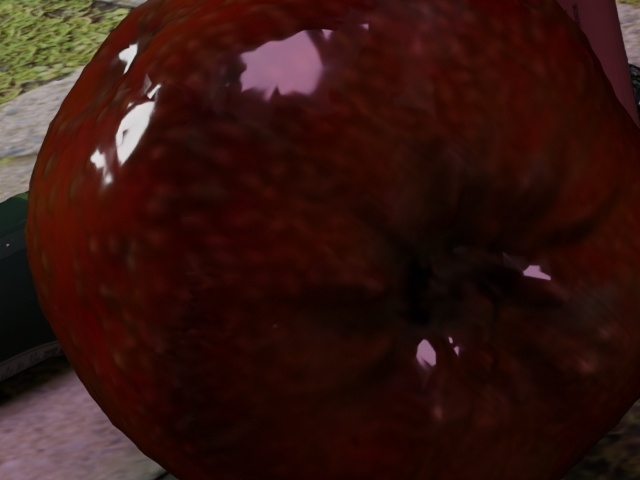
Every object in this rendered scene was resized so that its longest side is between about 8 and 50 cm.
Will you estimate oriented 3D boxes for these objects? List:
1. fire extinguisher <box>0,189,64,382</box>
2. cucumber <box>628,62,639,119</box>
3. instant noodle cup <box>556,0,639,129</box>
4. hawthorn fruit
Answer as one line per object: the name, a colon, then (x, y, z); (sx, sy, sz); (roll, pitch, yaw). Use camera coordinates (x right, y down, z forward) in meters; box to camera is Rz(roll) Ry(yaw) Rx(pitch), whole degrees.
fire extinguisher: (-0.227, 0.058, 0.957); (0.294, 0.093, 0.118); (-27, 20, -31)
cucumber: (0.162, -0.108, 1.207); (0.044, 0.043, 0.257); (15, 11, -40)
instant noodle cup: (0.071, -0.123, 1.042); (0.244, 0.255, 0.244); (-8, 29, 5)
hawthorn fruit: (0.000, 0.000, 0.830); (0.300, 0.275, 0.275); (7, 30, 45)
